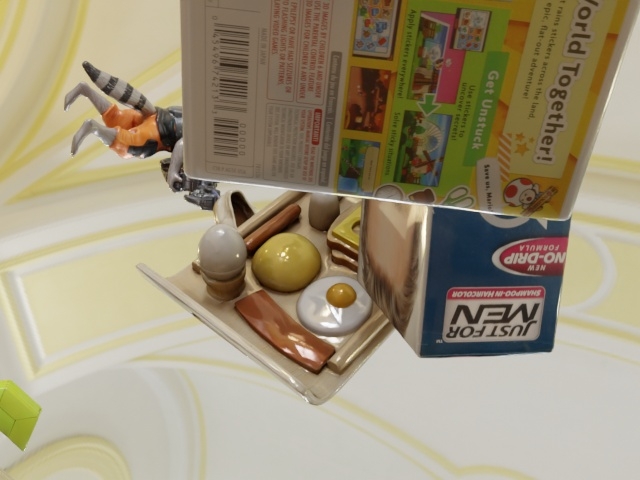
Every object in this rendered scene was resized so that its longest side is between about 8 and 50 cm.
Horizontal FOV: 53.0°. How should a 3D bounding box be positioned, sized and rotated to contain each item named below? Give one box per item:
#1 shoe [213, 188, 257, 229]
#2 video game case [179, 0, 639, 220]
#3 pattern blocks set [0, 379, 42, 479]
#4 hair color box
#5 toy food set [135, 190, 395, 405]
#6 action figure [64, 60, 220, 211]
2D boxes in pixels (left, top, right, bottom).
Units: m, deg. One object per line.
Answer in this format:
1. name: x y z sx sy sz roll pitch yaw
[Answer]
1. shoe: -0.094 0.030 0.893 0.058 0.077 0.219 -32 -102 57
2. video game case: 0.040 -0.121 0.290 0.207 0.026 0.226 7 -59 1
3. pattern blocks set: -0.411 0.243 0.647 0.285 0.026 0.325 -42 -69 4
4. hair color box: 0.104 -0.106 0.475 0.105 0.174 0.347 -1 -76 -11
5. toy food set: 0.000 0.000 0.658 0.220 0.306 0.092 31 -36 27
6. action figure: -0.252 -0.175 1.106 0.330 0.341 0.178 8 -74 -30
